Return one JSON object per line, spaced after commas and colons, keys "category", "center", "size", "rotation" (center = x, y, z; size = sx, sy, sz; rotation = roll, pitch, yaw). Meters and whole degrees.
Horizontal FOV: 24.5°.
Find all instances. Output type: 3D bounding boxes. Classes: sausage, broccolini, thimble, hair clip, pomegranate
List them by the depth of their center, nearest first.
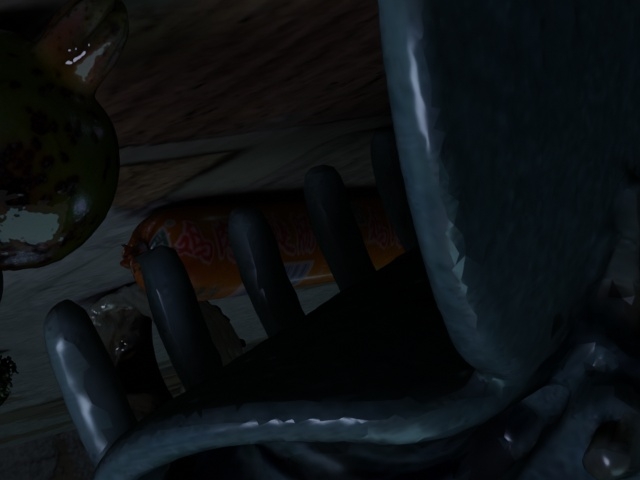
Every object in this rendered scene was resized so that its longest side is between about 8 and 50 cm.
{"category": "pomegranate", "center": [-0.084, -0.028, 0.417], "size": [0.084, 0.073, 0.073], "rotation": [-18, 173, 17]}
{"category": "hair clip", "center": [0.068, 0.057, 0.589], "size": [0.238, 0.392, 0.318], "rotation": [-9, -165, 38]}
{"category": "sausage", "center": [0.000, 0.000, 0.890], "size": [0.053, 0.053, 0.348], "rotation": [-21, 172, 33]}
{"category": "thimble", "center": [-0.114, 0.089, 1.065], "size": [0.102, 0.115, 0.090], "rotation": [-16, 172, 19]}
{"category": "broccolini", "center": [-0.274, 0.097, 1.126], "size": [0.042, 0.044, 0.218], "rotation": [-1, 168, 1]}

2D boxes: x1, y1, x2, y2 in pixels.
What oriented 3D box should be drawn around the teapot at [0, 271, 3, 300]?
{"category": "teapot", "center": [-0.197, 0.021, 0.672], "size": [0.043, 0.043, 0.111], "rotation": [-20, 169, 30]}
